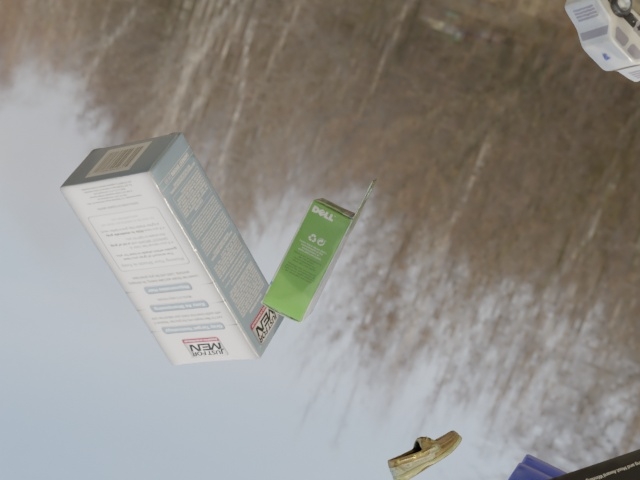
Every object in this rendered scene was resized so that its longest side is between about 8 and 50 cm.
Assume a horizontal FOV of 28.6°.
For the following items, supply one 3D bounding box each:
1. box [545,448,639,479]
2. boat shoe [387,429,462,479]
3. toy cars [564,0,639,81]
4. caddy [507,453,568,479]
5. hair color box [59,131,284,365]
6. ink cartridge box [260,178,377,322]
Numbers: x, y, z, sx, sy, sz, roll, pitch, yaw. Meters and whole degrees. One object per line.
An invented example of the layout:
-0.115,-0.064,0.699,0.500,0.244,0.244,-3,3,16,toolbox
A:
0.380,0.290,1.142,0.307,0.076,0.242,-15,-133,-15,box
0.167,0.337,2.012,0.135,0.045,0.050,-30,-177,-24,boat shoe
0.405,-0.340,1.755,0.176,0.087,0.394,25,159,28,toy cars
0.222,0.394,1.344,0.179,0.341,0.241,32,-176,15,caddy
-0.227,0.022,1.992,0.185,0.374,0.113,-7,-146,33,hair color box
0.000,0.000,1.669,0.062,0.209,0.109,27,-174,4,ink cartridge box
